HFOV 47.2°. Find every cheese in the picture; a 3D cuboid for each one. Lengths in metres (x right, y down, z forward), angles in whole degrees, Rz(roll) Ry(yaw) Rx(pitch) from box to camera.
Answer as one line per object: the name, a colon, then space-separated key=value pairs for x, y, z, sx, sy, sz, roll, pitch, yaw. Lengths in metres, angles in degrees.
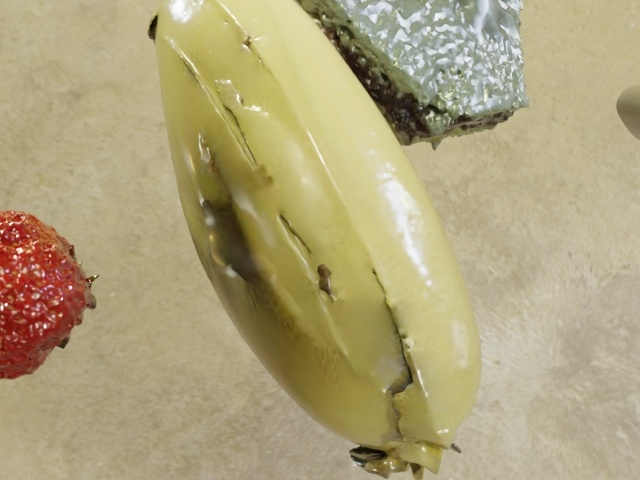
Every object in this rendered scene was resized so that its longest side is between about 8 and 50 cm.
cheese: x=0.000 y=0.000 z=0.465 sx=0.128 sy=0.259 sz=0.316 roll=-25 pitch=65 yaw=1

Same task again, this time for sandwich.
sandwich: x=0.120 y=-0.258 z=0.906 sx=0.325 sy=0.131 sz=0.262 roll=41 pitch=58 yaw=-14

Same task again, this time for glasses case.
glasses case: x=0.399 y=-0.137 z=0.840 sx=0.042 sy=0.191 sz=0.072 roll=-29 pitch=102 yaw=8

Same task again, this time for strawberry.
strawberry: x=-0.492 y=0.068 z=1.081 sx=0.257 sy=0.276 sz=0.257 roll=-34 pitch=40 yaw=34
